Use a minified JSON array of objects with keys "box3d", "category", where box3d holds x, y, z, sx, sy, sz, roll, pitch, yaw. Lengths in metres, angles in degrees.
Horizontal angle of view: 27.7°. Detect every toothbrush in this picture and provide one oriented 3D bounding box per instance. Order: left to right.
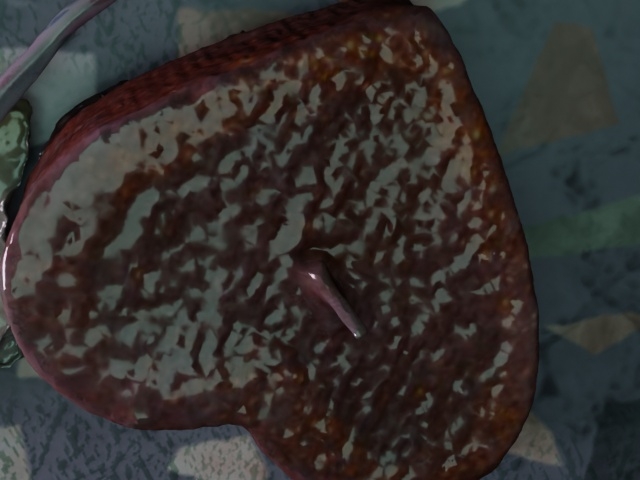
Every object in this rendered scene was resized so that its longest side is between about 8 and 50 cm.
[{"box3d":[-0.148,-0.113,0.737,0.027,0.021,0.269,40,91,7],"category":"toothbrush"}]

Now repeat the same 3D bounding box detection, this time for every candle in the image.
[{"box3d":[0.000,0.000,0.732,0.317,0.131,0.287,26,99,-16],"category":"candle"}]

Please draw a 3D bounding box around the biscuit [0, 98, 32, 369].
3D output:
[{"box3d":[-0.256,0.019,0.785,0.188,0.040,0.265,35,103,-9],"category":"biscuit"}]
